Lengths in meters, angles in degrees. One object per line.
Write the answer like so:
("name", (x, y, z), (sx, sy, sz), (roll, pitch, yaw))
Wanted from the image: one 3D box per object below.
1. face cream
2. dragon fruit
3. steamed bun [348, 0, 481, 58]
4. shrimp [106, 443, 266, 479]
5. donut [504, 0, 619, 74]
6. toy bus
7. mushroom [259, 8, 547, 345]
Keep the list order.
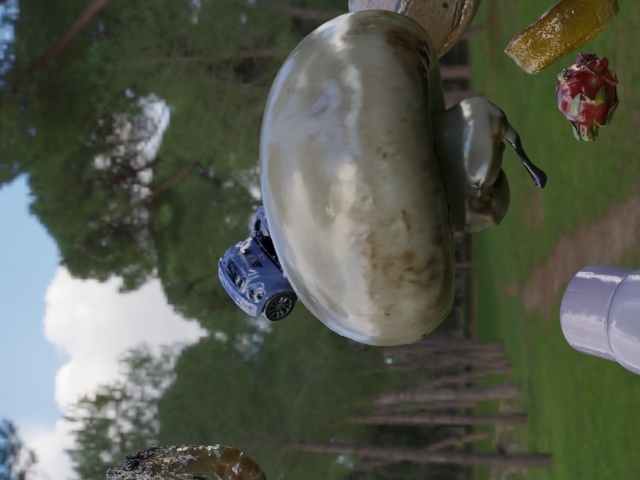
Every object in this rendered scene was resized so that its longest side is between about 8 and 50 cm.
("face cream", (0.348, 0.084, 0.991), (0.096, 0.274, 0.154), (10, -90, -36))
("dragon fruit", (0.357, -0.190, 1.465), (0.086, 0.081, 0.116), (46, 152, 38))
("steamed bun", (0.182, -0.441, 1.860), (0.251, 0.199, 0.301), (-114, 34, -46))
("shrimp", (-0.155, 0.283, 1.272), (0.042, 0.190, 0.101), (117, 162, -86))
("donut", (0.299, -0.261, 1.337), (0.058, 0.152, 0.152), (54, -172, 4))
("toy bus", (0.000, 0.000, 1.570), (0.125, 0.292, 0.133), (48, 148, 43))
("mushroom", (0.091, -0.068, 1.179), (0.362, 0.294, 0.362), (-7, -90, -80))
